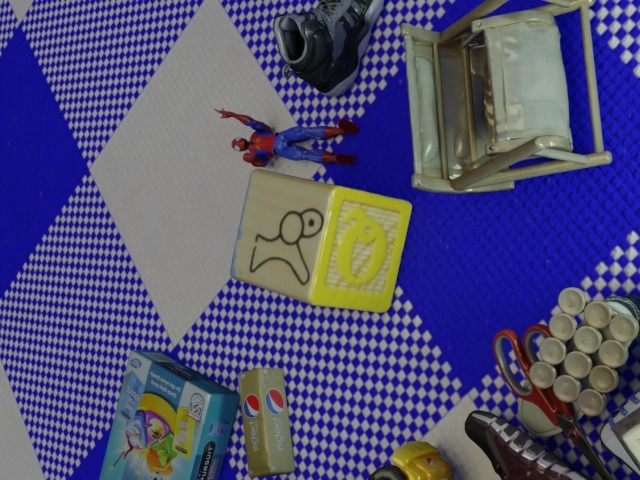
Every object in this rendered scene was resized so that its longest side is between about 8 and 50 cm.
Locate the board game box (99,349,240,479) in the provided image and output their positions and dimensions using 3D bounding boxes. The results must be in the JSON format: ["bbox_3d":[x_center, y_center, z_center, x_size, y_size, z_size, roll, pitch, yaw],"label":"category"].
[{"bbox_3d":[-0.295,0.404,2.185,0.254,0.079,0.336,20,97,44],"label":"board game box"}]

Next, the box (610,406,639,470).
[{"bbox_3d":[0.498,0.185,1.305,0.311,0.121,0.148,-36,82,4],"label":"box"}]

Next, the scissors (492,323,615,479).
[{"bbox_3d":[0.325,0.247,1.568,0.109,0.021,0.297,-32,79,43],"label":"scissors"}]

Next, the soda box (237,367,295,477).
[{"bbox_3d":[-0.094,0.314,2.014,0.058,0.061,0.181,-22,69,40],"label":"soda box"}]

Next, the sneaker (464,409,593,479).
[{"bbox_3d":[0.261,0.352,1.587,0.162,0.106,0.281,-51,40,-7],"label":"sneaker"}]

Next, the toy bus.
[{"bbox_3d":[0.162,0.432,1.704,0.211,0.149,0.220,26,99,30],"label":"toy bus"}]

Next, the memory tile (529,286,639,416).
[{"bbox_3d":[0.340,0.144,1.512,0.113,0.012,0.148,28,111,27],"label":"memory tile"}]

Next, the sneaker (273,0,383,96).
[{"bbox_3d":[0.014,-0.381,1.951,0.101,0.153,0.269,23,100,43],"label":"sneaker"}]

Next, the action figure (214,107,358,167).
[{"bbox_3d":[-0.082,-0.175,2.031,0.280,0.139,0.091,2,84,47],"label":"action figure"}]

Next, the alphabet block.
[{"bbox_3d":[0.000,0.000,1.880,0.197,0.193,0.192,16,97,44],"label":"alphabet block"}]

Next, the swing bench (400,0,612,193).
[{"bbox_3d":[0.259,-0.213,1.687,0.254,0.165,0.253,-15,74,48],"label":"swing bench"}]

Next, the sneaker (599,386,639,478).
[{"bbox_3d":[0.435,0.200,1.472,0.182,0.127,0.315,-14,76,40],"label":"sneaker"}]

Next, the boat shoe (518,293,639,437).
[{"bbox_3d":[0.355,0.168,1.583,0.095,0.079,0.254,42,127,25],"label":"boat shoe"}]
